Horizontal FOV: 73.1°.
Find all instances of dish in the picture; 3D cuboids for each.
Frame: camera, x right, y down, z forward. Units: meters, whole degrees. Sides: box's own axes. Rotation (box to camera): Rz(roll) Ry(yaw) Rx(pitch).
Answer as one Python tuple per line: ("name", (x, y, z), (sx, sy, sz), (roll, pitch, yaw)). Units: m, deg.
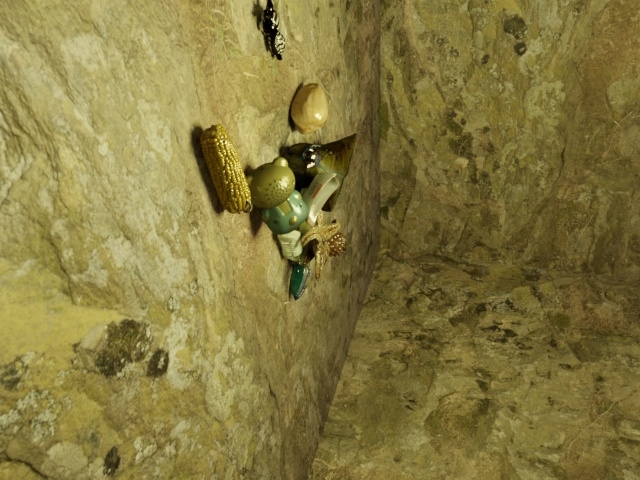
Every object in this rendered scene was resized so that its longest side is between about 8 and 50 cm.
("dish", (-0.016, -0.170, 1.693), (0.212, 0.077, 0.151), (-58, 168, -4))

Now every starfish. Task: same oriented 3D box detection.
("starfish", (-0.002, 0.000, 1.911), (0.312, 0.113, 0.303), (-67, 150, -42))

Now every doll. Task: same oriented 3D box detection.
("doll", (-0.162, -0.710, 1.469), (0.219, 0.067, 0.091), (70, 28, -68))
("doll", (-0.156, -0.154, 1.512), (0.177, 0.161, 0.260), (-33, 132, -9))

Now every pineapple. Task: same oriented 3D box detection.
("pineapple", (0.069, 0.014, 2.305), (0.166, 0.193, 0.166), (9, 90, -70))

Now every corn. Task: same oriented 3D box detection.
("corn", (-0.274, -0.197, 1.251), (0.293, 0.106, 0.106), (76, 26, -45))

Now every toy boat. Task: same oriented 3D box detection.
("toy boat", (-0.088, 0.201, 2.036), (0.110, 0.091, 0.175), (30, 72, -54))

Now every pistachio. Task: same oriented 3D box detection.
("pistachio", (-0.045, -0.552, 1.809), (0.157, 0.157, 0.229), (66, 29, -60))

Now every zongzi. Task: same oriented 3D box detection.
("zongzi", (0.025, -0.390, 1.872), (0.432, 0.208, 0.403), (-62, 156, -12))

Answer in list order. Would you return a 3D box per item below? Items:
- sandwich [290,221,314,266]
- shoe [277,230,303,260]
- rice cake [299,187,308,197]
("sandwich", (-0.068, 0.011, 2.023), (0.096, 0.094, 0.258), (53, 48, -60))
("shoe", (-0.125, 0.022, 1.840), (0.265, 0.095, 0.110), (39, 60, -73))
("rice cake", (-0.085, -0.149, 1.861), (0.226, 0.040, 0.085), (120, -17, -72))
